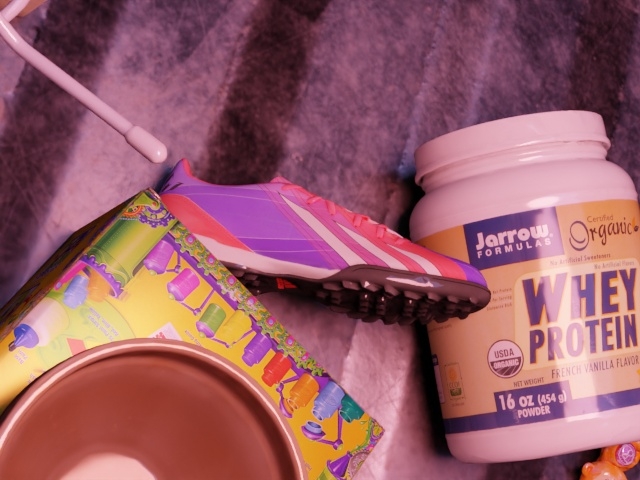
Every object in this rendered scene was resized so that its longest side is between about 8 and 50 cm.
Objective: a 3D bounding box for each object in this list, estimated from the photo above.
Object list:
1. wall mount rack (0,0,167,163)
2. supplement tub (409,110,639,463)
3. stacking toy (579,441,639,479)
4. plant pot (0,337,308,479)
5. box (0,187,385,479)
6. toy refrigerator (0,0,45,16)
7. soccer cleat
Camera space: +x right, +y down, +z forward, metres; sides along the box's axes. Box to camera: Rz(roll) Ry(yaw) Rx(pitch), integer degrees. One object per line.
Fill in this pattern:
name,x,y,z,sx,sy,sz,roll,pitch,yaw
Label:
wall mount rack,-0.304,-0.108,0.937,0.350,0.130,0.304,-47,117,-20
supplement tub,0.213,0.048,1.211,0.228,0.228,0.316,-5,81,-31
stacking toy,0.366,0.160,1.340,0.175,0.166,0.301,37,78,-23
plant pot,-0.134,0.190,0.838,0.237,0.110,0.237,7,76,-29
box,-0.158,0.167,0.995,0.290,0.177,0.279,47,60,-13
toy refrigerator,-0.360,-0.279,1.027,0.270,0.094,0.102,12,79,-31
soccer cleat,0.000,0.000,1.109,0.318,0.108,0.116,9,68,5
